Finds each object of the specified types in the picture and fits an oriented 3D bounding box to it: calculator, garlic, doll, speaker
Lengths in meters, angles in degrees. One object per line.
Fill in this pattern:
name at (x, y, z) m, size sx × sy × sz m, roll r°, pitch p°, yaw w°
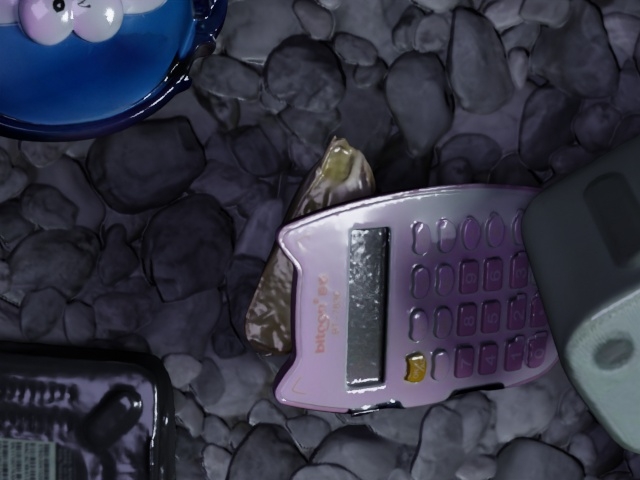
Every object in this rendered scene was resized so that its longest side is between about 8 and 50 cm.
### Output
calculator at (0.094, 0.046, 1.310) m, size 0.294 × 0.043 × 0.194 m, roll -5°, pitch 105°, yaw -22°
garlic at (0.000, 0.005, 1.339) m, size 0.087 × 0.101 × 0.195 m, roll 27°, pitch 101°, yaw 10°
doll at (-0.225, -0.233, 1.269) m, size 0.284 × 0.240 × 0.310 m, roll -15°, pitch 82°, yaw -16°
speaker at (0.363, -0.021, 1.215) m, size 0.406 × 0.184 × 0.183 m, roll -31°, pitch 125°, yaw 12°

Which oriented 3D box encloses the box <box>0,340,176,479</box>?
box at (-0.277, 0.238, 1.437) m, size 0.289 × 0.073 × 0.290 m, roll 4°, pitch 101°, yaw 8°
